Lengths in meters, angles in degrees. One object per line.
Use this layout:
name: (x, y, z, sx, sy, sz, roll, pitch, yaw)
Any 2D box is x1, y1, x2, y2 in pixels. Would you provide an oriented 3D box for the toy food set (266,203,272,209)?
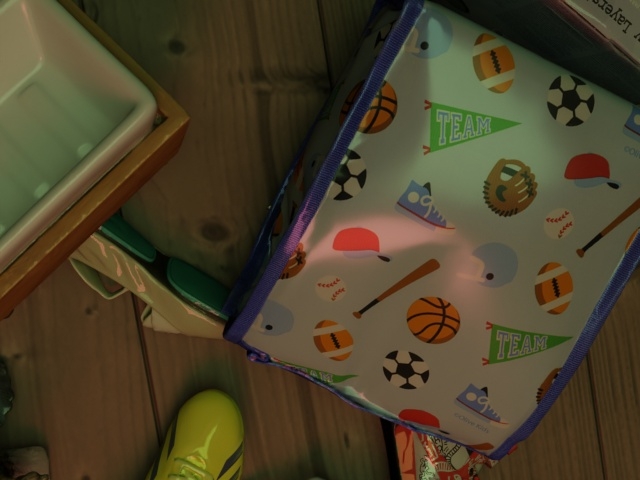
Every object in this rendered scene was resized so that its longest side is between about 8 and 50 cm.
toy food set: (0.000, 0.000, 1.273, 0.078, 0.019, 0.122, -27, 92, -10)

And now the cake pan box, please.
cake pan box: (0.233, -0.229, 1.192, 0.267, 0.246, 0.070, 37, 86, -12)

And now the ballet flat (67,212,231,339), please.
ballet flat: (-0.180, 0.043, 1.213, 0.248, 0.086, 0.086, 38, 86, -11)

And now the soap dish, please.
soap dish: (-0.292, -0.079, 1.112, 0.291, 0.118, 0.229, -44, 70, -7)

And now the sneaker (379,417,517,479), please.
sneaker: (0.150, 0.263, 1.288, 0.145, 0.090, 0.270, -8, 93, -10)

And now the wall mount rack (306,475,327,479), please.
wall mount rack: (-0.009, 0.424, 1.190, 0.304, 0.350, 0.130, -53, 137, -6)

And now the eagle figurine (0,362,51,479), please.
eagle figurine: (-0.399, 0.178, 1.134, 0.298, 0.225, 0.226, 40, 39, 16)

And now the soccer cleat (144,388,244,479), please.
soccer cleat: (-0.160, 0.290, 1.198, 0.093, 0.121, 0.289, 26, 89, 10)

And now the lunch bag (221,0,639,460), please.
lunch bag: (0.119, -0.007, 1.160, 0.327, 0.239, 0.386, 24, 98, -8)
